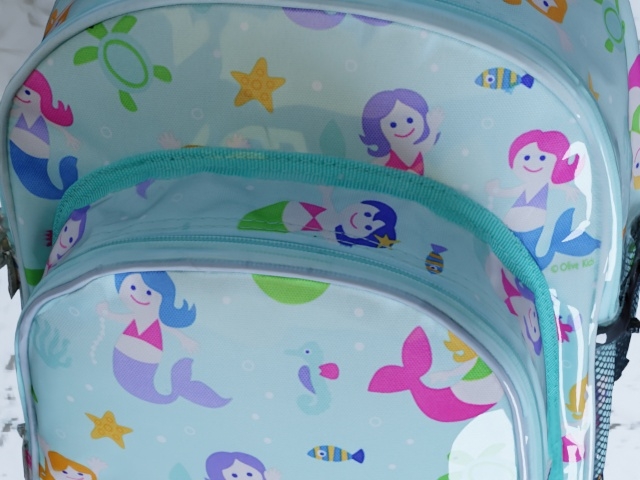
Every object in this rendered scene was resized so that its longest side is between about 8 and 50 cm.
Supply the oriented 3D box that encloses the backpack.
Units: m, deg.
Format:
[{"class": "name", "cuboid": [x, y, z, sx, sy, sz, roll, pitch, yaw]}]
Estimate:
[{"class": "backpack", "cuboid": [0.000, 0.000, 0.673, 0.225, 0.191, 0.254, 8, 128, 9]}]
